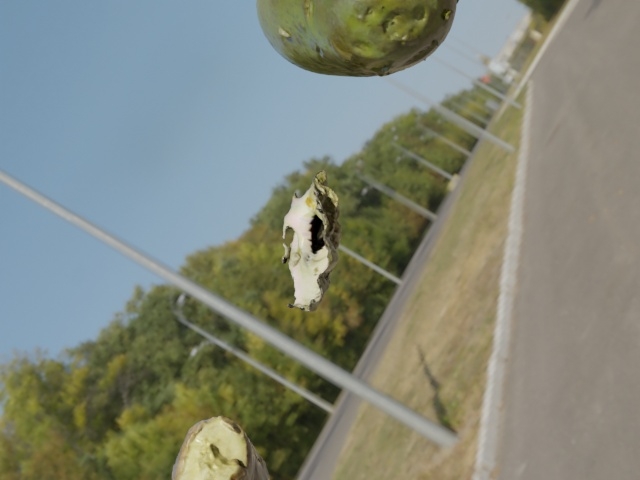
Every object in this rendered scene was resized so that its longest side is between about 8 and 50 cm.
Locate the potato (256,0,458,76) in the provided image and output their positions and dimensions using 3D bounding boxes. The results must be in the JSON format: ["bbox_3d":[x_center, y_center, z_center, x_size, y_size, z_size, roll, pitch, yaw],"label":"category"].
[{"bbox_3d":[0.031,-0.236,1.042,0.141,0.176,0.298,-66,23,-1],"label":"potato"}]

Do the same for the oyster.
[{"bbox_3d":[-0.003,0.009,1.434,0.209,0.071,0.133,-109,38,-52],"label":"oyster"}]

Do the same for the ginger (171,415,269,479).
[{"bbox_3d":[-0.144,0.383,1.506,0.221,0.130,0.276,-76,-25,-74],"label":"ginger"}]
